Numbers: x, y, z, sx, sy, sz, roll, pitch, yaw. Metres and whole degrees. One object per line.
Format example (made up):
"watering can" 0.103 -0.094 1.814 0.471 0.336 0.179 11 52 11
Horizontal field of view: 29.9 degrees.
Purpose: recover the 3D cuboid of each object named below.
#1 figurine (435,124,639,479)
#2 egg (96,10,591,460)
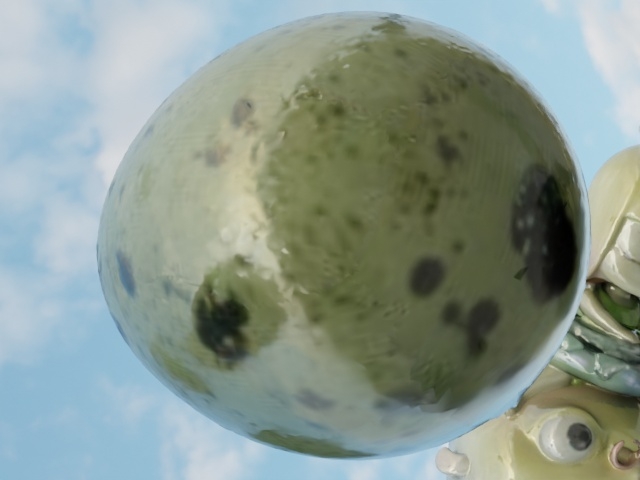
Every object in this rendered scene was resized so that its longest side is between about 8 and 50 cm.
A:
"figurine" 0.226 0.081 1.035 0.226 0.274 0.394 12 -76 -27
"egg" 0.000 0.000 0.492 0.177 0.228 0.177 6 -99 -44
